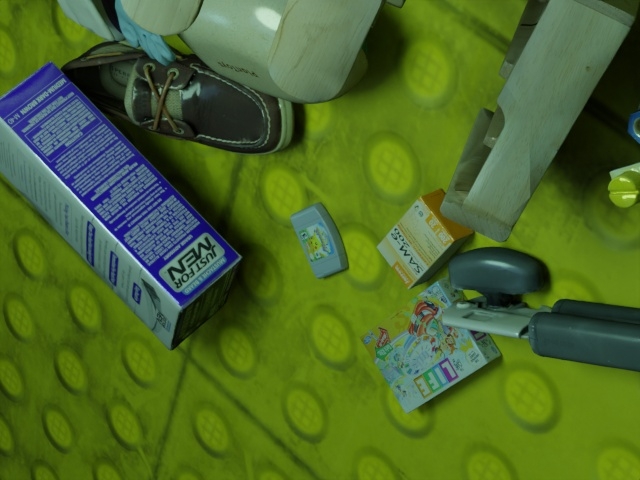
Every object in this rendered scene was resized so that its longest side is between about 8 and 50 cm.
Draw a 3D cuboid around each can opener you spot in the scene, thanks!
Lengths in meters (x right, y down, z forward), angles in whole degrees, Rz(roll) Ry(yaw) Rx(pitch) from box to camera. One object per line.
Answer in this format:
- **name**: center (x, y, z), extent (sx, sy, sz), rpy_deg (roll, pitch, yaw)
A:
- **can opener**: center (0.238, 0.065, 1.418), extent (0.283, 0.076, 0.095), rpy_deg (6, 112, 43)

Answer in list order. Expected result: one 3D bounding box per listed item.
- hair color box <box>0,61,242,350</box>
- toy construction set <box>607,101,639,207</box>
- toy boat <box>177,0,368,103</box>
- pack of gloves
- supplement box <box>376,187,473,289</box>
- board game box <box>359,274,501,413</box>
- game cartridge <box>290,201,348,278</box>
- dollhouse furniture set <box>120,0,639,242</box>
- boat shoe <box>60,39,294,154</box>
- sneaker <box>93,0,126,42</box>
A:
- **hair color box**: center (-0.255, -0.038, 1.769), extent (0.339, 0.110, 0.185), rpy_deg (47, 159, 8)
- **toy construction set**: center (0.396, -0.018, 1.179), extent (0.327, 0.151, 0.215), rpy_deg (5, 111, 56)
- **toy boat**: center (-0.074, -0.270, 1.477), extent (0.267, 0.148, 0.318), rpy_deg (24, 166, 42)
- **pack of gloves**: center (-0.236, -0.290, 1.523), extent (0.195, 0.046, 0.232), rpy_deg (32, 161, 31)
- **supplement box**: center (0.111, -0.001, 1.546), extent (0.062, 0.036, 0.098), rpy_deg (53, 137, 15)
- **board game box**: center (0.119, 0.117, 1.598), extent (0.103, 0.026, 0.154), rpy_deg (58, 137, 8)
- **game cartridge**: center (0.000, 0.000, 1.676), extent (0.056, 0.017, 0.083), rpy_deg (-24, 90, 44)
- **dollhouse furniture set**: center (0.055, -0.218, 1.287), extent (0.394, 0.362, 0.256), rpy_deg (25, 130, 1)
- **boat shoe**: center (-0.179, -0.167, 1.701), extent (0.342, 0.123, 0.123), rpy_deg (24, 124, 37)
- **sneaker**: center (-0.232, -0.385, 1.702), extent (0.124, 0.107, 0.283), rpy_deg (-22, 83, 19)
